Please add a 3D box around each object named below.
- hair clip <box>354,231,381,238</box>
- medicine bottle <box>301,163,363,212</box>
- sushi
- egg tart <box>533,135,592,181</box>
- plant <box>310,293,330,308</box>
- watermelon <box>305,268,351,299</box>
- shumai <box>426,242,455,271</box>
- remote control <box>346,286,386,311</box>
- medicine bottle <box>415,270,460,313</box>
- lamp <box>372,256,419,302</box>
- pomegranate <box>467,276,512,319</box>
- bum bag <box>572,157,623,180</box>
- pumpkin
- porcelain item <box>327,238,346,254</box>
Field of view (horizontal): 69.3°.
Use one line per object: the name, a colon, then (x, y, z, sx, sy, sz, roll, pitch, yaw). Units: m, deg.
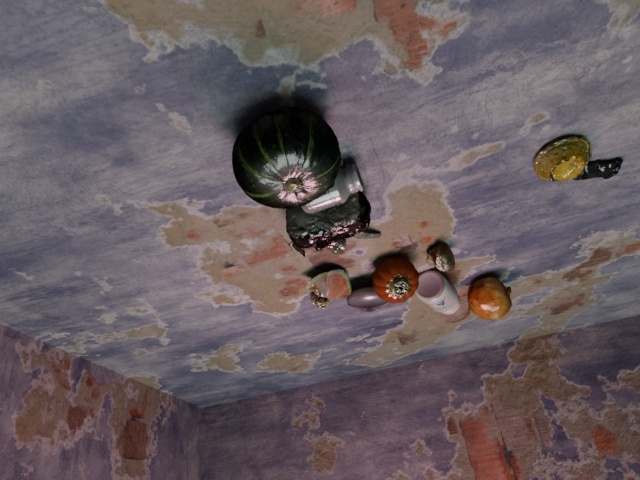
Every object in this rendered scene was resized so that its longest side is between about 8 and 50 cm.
hair clip: (0.164, -0.035, 1.930, 0.229, 0.036, 0.066, 13, 148, -30)
medicine bottle: (0.033, -0.183, 1.581, 0.215, 0.135, 0.135, -17, 146, 13)
sushi: (0.021, -0.064, 1.710, 0.343, 0.196, 0.182, -18, 139, 14)
egg tart: (0.886, -0.284, 1.680, 0.213, 0.090, 0.212, -6, 143, -5)
plant: (0.008, 0.283, 2.366, 0.116, 0.104, 0.122, -23, 133, -55)
watermelon: (0.055, 0.184, 2.199, 0.231, 0.128, 0.146, 2, 121, -43)
shumai: (0.542, 0.084, 2.126, 0.116, 0.145, 0.145, -21, 146, 37)
remote control: (0.246, 0.303, 2.369, 0.221, 0.103, 0.332, -8, 160, 4)
medicine bottle: (0.612, 0.277, 2.392, 0.170, 0.170, 0.293, -26, 145, 24)
lamp: (0.350, 0.185, 2.165, 0.223, 0.196, 0.223, -2, 108, -7)
pomegranate: (0.903, 0.306, 2.461, 0.248, 0.248, 0.248, -6, 147, -4)
bum bag: (1.062, -0.266, 1.778, 0.198, 0.049, 0.087, -6, 142, -3)
pumpkin: (-0.098, -0.239, 1.369, 0.323, 0.241, 0.323, -7, 149, -4)
porcelain item: (0.000, 0.000, 1.928, 0.216, 0.069, 0.081, 13, 146, -22)
